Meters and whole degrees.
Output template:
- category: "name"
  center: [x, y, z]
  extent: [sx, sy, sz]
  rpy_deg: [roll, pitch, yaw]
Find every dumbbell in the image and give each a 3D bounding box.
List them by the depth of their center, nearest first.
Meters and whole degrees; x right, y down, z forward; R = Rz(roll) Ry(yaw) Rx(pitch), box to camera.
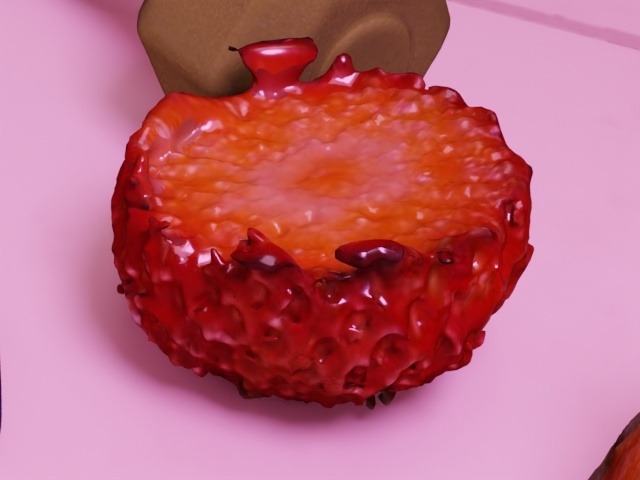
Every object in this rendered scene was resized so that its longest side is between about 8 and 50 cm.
- category: "dumbbell"
  center: [-0.079, -0.139, 0.796]
  extent: [0.121, 0.108, 0.302]
  rpy_deg: [-21, 46, -37]

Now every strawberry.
- category: "strawberry"
  center: [0.000, 0.000, 0.642]
  extent: [0.145, 0.086, 0.145]
  rpy_deg: [9, 33, -6]

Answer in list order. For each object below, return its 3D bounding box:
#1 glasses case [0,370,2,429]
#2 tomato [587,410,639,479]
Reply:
- category: "glasses case"
  center: [-0.116, 0.035, 0.612]
  extent: [0.034, 0.023, 0.083]
  rpy_deg: [2, 36, -12]
- category: "tomato"
  center: [0.167, 0.072, 0.544]
  extent: [0.167, 0.167, 0.167]
  rpy_deg: [8, 35, -6]
